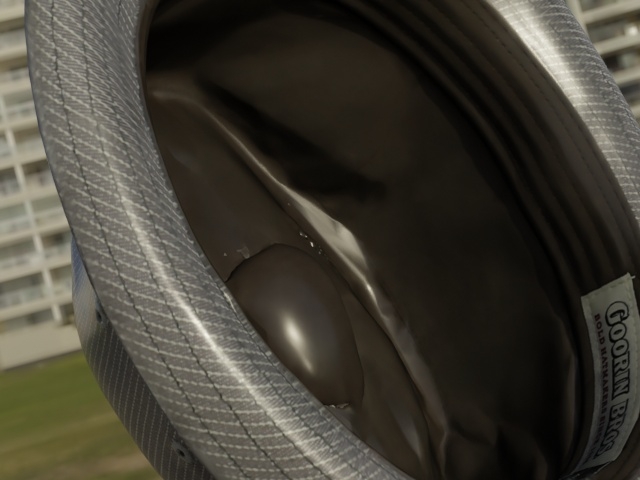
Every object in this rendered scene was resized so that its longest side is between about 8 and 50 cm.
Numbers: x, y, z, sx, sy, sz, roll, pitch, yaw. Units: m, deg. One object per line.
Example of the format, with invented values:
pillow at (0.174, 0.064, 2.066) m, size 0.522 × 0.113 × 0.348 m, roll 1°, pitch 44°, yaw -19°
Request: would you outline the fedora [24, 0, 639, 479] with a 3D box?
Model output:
fedora at (0.000, 0.000, 0.497) m, size 0.244 × 0.275 × 0.124 m, roll -33°, pitch -2°, yaw -45°
